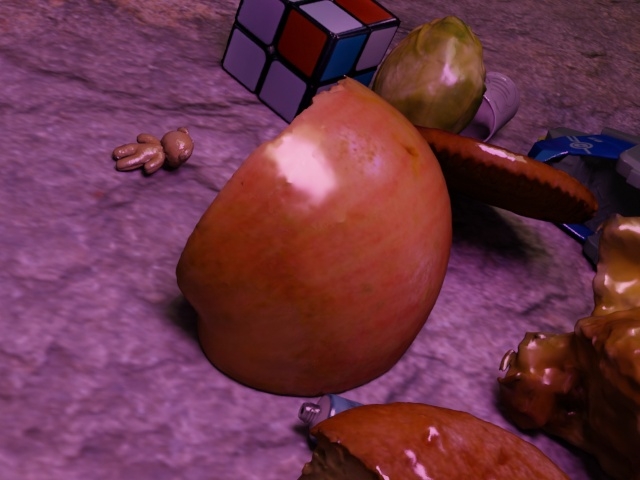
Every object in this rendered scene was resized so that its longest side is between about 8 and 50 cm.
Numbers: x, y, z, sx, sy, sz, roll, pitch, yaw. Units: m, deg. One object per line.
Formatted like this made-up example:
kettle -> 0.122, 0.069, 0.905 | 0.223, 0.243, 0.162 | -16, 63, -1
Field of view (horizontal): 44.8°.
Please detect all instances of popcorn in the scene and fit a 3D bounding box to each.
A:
popcorn -> 0.384, 0.127, 0.804 | 0.290, 0.321, 0.325 | 4, 62, -27

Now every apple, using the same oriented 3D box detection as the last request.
apple -> 0.000, 0.000, 0.846 | 0.252, 0.313, 0.309 | -7, 22, 27

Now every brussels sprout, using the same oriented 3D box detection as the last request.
brussels sprout -> 0.168, -0.236, 1.177 | 0.161, 0.223, 0.223 | 18, 39, -7

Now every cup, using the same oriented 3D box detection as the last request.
cup -> 0.267, -0.242, 1.318 | 0.133, 0.099, 0.135 | -37, 113, -49

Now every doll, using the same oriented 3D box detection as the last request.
doll -> -0.205, -0.113, 0.956 | 0.093, 0.051, 0.061 | -1, 52, -29

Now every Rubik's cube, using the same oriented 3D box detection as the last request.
Rubik's cube -> -0.017, -0.304, 1.192 | 0.180, 0.167, 0.183 | 43, 42, 19

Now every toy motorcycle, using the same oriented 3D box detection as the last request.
toy motorcycle -> 0.429, -0.077, 1.198 | 0.200, 0.191, 0.326 | -13, 37, -35

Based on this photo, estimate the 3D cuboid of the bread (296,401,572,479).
bread -> 0.129, 0.270, 0.602 | 0.340, 0.194, 0.179 | 44, 35, 19

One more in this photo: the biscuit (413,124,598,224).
biscuit -> 0.210, -0.087, 1.039 | 0.318, 0.040, 0.318 | 20, -2, 1

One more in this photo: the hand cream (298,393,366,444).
hand cream -> 0.082, 0.204, 0.770 | 0.224, 0.048, 0.083 | 24, 38, -14
